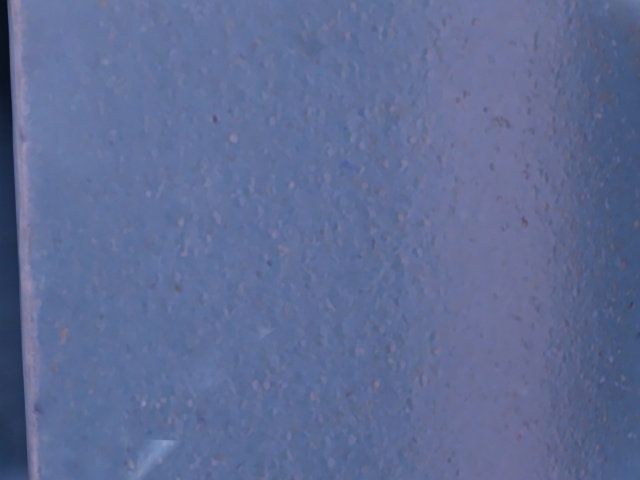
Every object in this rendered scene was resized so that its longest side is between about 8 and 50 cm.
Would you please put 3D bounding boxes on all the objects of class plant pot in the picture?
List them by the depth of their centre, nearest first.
[{"bbox_3d":[0.000,0.000,0.604,0.252,0.247,0.248,-4,6,-19],"label":"plant pot"}]
